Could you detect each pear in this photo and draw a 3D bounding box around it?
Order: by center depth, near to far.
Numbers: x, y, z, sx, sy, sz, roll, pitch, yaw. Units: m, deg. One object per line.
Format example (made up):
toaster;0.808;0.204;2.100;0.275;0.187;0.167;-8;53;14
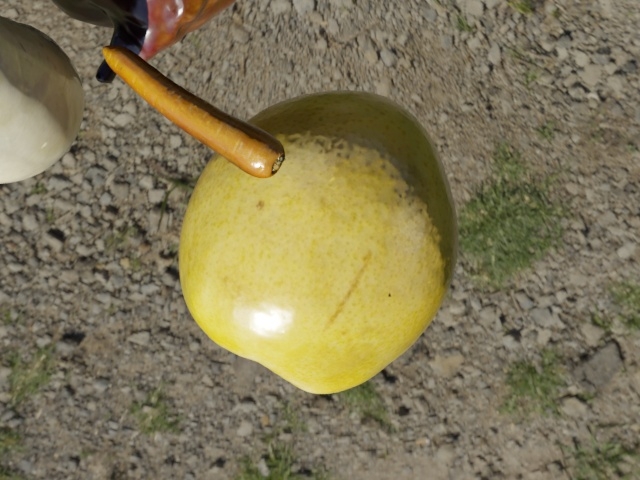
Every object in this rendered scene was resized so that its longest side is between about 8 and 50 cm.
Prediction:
pear;0.000;0.000;0.872;0.315;0.314;0.314;0;116;0

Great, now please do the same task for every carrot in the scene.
carrot;-0.111;-0.109;0.670;0.190;0.037;0.037;33;113;10

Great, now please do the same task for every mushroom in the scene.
mushroom;-0.333;-0.152;0.712;0.246;0.246;0.202;3;98;-1

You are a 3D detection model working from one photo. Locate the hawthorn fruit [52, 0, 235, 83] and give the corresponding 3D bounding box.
hawthorn fruit;-0.183;-0.366;0.822;0.309;0.324;0.308;-13;146;-9
